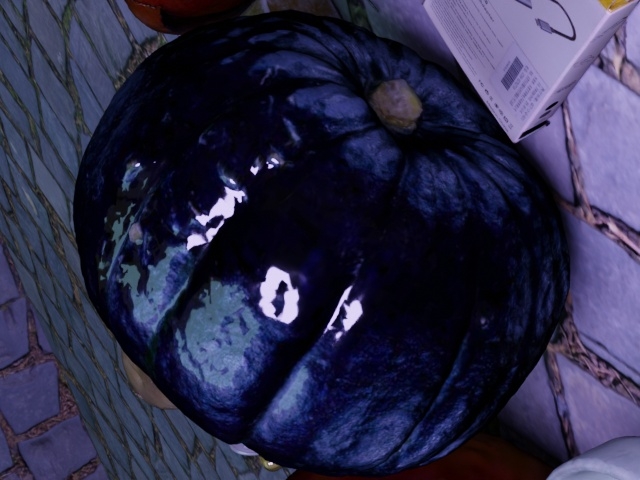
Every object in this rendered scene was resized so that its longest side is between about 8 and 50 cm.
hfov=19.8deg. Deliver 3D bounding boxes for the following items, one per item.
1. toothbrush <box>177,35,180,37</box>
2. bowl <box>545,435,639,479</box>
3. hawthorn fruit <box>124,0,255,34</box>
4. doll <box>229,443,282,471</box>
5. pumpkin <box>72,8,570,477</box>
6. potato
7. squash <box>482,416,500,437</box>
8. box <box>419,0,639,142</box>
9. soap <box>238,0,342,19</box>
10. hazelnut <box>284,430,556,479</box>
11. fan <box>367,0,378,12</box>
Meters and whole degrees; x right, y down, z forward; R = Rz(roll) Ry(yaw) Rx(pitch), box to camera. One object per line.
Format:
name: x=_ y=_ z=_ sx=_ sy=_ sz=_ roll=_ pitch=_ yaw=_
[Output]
toothbrush: x=-0.130 y=-0.206 z=1.891 sx=0.354 sy=0.024 sz=0.029 roll=61 pitch=157 yaw=-1
bowl: x=0.288 y=0.247 z=1.186 sx=0.307 sy=0.163 sz=0.307 roll=53 pitch=160 yaw=28
hawthorn fruit: x=-0.105 y=-0.250 z=1.578 sx=0.172 sy=0.148 sz=0.148 roll=9 pitch=128 yaw=45
doll: x=-0.089 y=0.201 z=2.306 sx=0.129 sy=0.081 sz=0.207 roll=-121 pitch=16 yaw=-53
pumpkin: x=0.000 y=0.000 z=1.309 sx=0.363 sy=0.363 sz=0.266 roll=50 pitch=118 yaw=31
potato: x=-0.200 y=0.159 z=2.472 sx=0.234 sy=0.128 sz=0.161 roll=12 pitch=133 yaw=61
squash: x=0.072 y=0.073 z=1.632 sx=0.341 sy=0.094 sz=0.094 roll=59 pitch=164 yaw=-14
box: x=0.136 y=-0.163 z=1.199 sx=0.129 sy=0.033 sz=0.247 roll=59 pitch=162 yaw=10
soap: x=-0.042 y=-0.125 z=1.626 sx=0.140 sy=0.073 sz=0.232 roll=62 pitch=152 yaw=2
hazelnut: x=0.123 y=0.331 z=1.486 sx=0.421 sy=0.421 sz=0.353 roll=49 pitch=121 yaw=35
fan: x=0.020 y=-0.219 z=1.484 sx=0.080 sy=0.003 sz=0.060 roll=34 pitch=149 yaw=56
